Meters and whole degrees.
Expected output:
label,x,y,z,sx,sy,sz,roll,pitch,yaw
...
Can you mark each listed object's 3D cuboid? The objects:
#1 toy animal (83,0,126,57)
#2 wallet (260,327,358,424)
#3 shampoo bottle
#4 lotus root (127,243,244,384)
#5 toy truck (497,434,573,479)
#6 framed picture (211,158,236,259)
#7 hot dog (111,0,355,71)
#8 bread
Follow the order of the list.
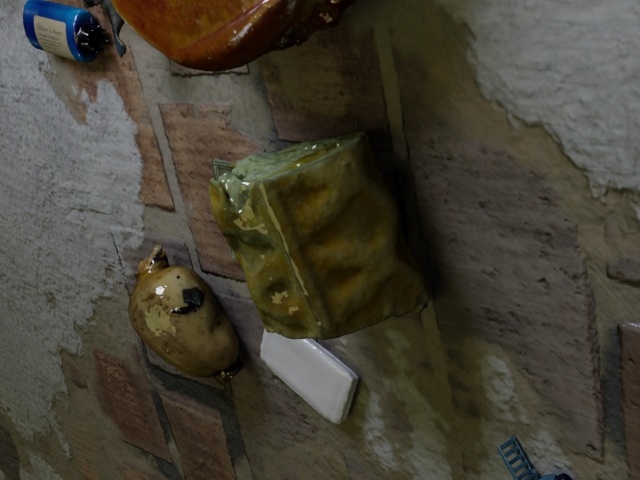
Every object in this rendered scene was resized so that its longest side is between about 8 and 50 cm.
label,x,y,z,sx,sy,sz,roll,pitch,yaw
toy animal,-0.284,-0.374,1.350,0.160,0.197,0.272,45,-175,-8
wallet,-0.020,0.200,1.492,0.183,0.032,0.124,37,136,26
shampoo bottle,-0.413,-0.339,1.541,0.183,0.050,0.087,20,124,37
lotus root,-0.232,0.133,1.585,0.257,0.140,0.154,50,146,1
toy truck,0.287,0.320,1.235,0.136,0.063,0.074,62,160,0
framed picture,-0.068,-0.028,1.413,0.231,0.010,0.172,13,122,41
hot dog,-0.083,-0.325,1.106,0.405,0.185,0.223,-13,102,49
bread,-0.005,0.000,1.229,0.196,0.239,0.252,-143,37,-72
